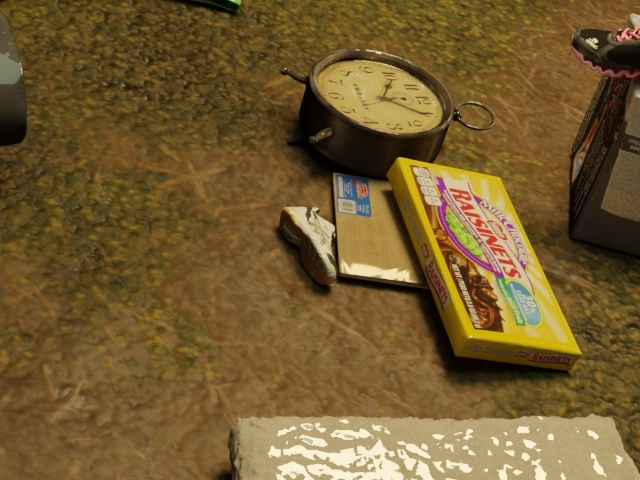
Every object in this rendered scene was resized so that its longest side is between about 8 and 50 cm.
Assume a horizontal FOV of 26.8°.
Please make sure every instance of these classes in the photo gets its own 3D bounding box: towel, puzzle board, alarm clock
[{"bbox_3d":[0.086,0.190,0.842,0.282,0.049,0.187,3,42,-14],"label":"towel"},{"bbox_3d":[0.059,-0.007,1.098,0.096,0.011,0.128,8,39,-9],"label":"puzzle board"},{"bbox_3d":[0.066,-0.109,1.180,0.192,0.064,0.129,-1,42,-18],"label":"alarm clock"}]

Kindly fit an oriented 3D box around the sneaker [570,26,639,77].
[{"bbox_3d":[0.258,-0.155,1.059,0.119,0.057,0.047,15,44,8],"label":"sneaker"}]

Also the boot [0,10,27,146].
[{"bbox_3d":[-0.416,-0.068,0.914,0.445,0.146,0.367,-4,45,-30],"label":"boot"}]

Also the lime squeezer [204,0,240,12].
[{"bbox_3d":[-0.225,-0.243,1.241,0.310,0.059,0.110,-13,47,-33],"label":"lime squeezer"}]

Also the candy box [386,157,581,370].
[{"bbox_3d":[0.127,0.015,1.069,0.105,0.027,0.206,11,39,-27],"label":"candy box"}]

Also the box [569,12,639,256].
[{"bbox_3d":[0.358,-0.068,1.155,0.247,0.163,0.142,15,40,-2],"label":"box"}]

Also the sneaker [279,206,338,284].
[{"bbox_3d":[0.000,0.000,1.052,0.037,0.032,0.083,-8,45,-27],"label":"sneaker"}]
